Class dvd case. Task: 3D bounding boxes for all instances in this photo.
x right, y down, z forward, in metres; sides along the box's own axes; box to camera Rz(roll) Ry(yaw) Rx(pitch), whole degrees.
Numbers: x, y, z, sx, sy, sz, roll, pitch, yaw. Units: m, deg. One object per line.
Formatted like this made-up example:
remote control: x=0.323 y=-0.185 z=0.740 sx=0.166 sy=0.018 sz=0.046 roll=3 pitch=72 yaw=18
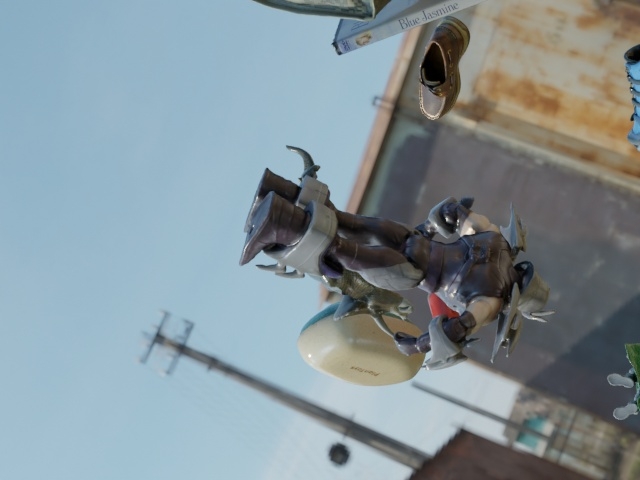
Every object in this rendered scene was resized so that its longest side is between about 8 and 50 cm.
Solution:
dvd case: x=0.142 y=-0.323 z=1.472 sx=0.022 sy=0.253 sz=0.180 roll=60 pitch=-155 yaw=-28

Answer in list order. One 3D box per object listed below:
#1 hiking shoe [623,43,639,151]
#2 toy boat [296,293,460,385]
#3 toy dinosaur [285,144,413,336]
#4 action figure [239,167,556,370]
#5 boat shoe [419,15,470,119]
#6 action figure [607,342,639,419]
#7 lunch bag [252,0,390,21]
hiking shoe: x=0.534 y=-0.254 z=1.821 sx=0.113 sy=0.132 sz=0.304 roll=-44 pitch=-15 yaw=-23
toy boat: x=0.128 y=0.149 z=2.117 sx=0.267 sy=0.318 sz=0.148 roll=25 pitch=-135 yaw=-40
toy dinosaur: x=0.000 y=0.000 z=1.630 sx=0.121 sy=0.313 sz=0.160 roll=-27 pitch=-31 yaw=-22
action figure: x=0.075 y=0.017 z=1.015 sx=0.185 sy=0.285 sz=0.099 roll=-82 pitch=12 yaw=-53
boat shoe: x=0.166 y=-0.240 z=1.675 sx=0.060 sy=0.064 sz=0.178 roll=-43 pitch=-24 yaw=-32
action figure: x=0.471 y=0.196 z=1.655 sx=0.232 sy=0.063 sz=0.137 roll=-10 pitch=-87 yaw=-57
lunch bag: x=-0.036 y=-0.372 z=1.364 sx=0.235 sy=0.287 sz=0.169 roll=-52 pitch=-32 yaw=-59
